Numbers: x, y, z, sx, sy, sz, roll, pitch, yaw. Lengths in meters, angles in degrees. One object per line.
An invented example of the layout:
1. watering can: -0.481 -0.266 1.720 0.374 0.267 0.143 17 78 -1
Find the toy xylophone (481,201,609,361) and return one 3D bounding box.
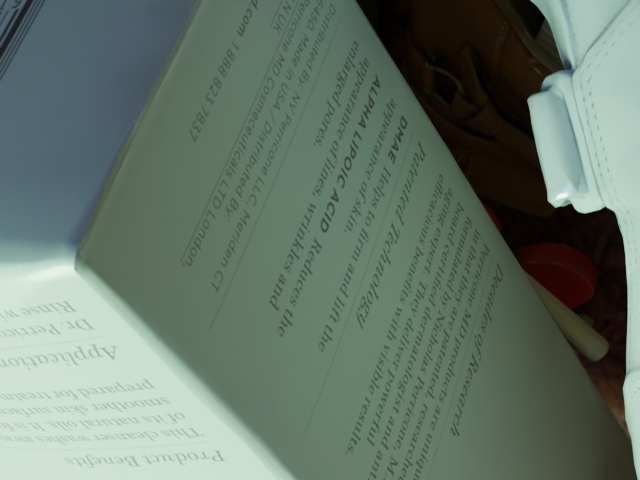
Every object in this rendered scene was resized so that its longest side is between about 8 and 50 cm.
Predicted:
1. toy xylophone: 0.000 0.000 0.649 0.323 0.081 0.236 40 144 -28

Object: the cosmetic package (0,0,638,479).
1. cosmetic package: -0.034 0.066 0.548 0.217 0.156 0.385 -2 143 32

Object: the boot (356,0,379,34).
1. boot: -0.071 -0.175 0.691 0.207 0.090 0.248 37 152 44

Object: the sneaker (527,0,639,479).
1. sneaker: 0.102 -0.084 0.439 0.210 0.137 0.366 17 109 48

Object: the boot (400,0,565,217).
1. boot: 0.053 -0.102 0.603 0.197 0.073 0.152 43 151 15
